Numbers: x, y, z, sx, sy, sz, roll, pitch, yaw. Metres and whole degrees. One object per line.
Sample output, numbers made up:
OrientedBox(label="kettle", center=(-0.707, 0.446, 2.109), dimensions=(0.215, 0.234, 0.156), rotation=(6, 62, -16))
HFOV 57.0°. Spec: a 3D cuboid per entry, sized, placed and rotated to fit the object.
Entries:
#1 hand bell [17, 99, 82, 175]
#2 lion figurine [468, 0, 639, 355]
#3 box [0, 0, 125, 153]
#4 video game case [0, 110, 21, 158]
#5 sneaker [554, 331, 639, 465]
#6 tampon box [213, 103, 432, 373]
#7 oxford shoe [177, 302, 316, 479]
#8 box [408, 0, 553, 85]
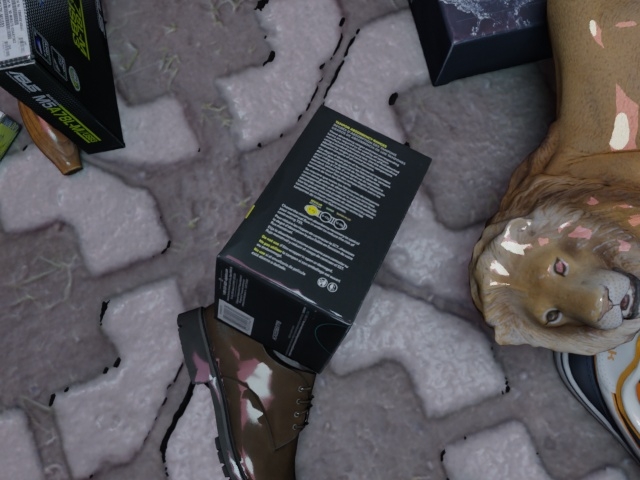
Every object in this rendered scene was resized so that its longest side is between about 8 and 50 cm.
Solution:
OrientedBox(label="hand bell", center=(-0.288, -0.173, 0.554), dimensions=(0.126, 0.126, 0.241), rotation=(-26, 94, -3))
OrientedBox(label="lion figurine", center=(0.234, -0.110, 0.448), dimensions=(0.241, 0.142, 0.391), rotation=(2, 79, 4))
OrientedBox(label="box", center=(-0.229, -0.191, 0.499), dimensions=(0.045, 0.184, 0.190), rotation=(-13, 80, 1))
OrientedBox(label="video game case", center=(-0.439, -0.077, 0.554), dimensions=(0.232, 0.042, 0.210), rotation=(27, 82, 5))
OrientedBox(label="sneaker", center=(0.334, 0.181, 0.460), dimensions=(0.321, 0.127, 0.126), rotation=(41, 82, 5))
OrientedBox(label="tampon box", center=(0.000, 0.000, 0.470), dimensions=(0.102, 0.120, 0.161), rotation=(27, 59, 5))
OrientedBox(label="oxford shoe", center=(-0.040, 0.151, 0.491), dimensions=(0.096, 0.083, 0.227), rotation=(-20, 81, -4))
OrientedBox(label="box", center=(0.166, -0.248, 0.549), dimensions=(0.156, 0.093, 0.158), rotation=(-14, 82, -1))
